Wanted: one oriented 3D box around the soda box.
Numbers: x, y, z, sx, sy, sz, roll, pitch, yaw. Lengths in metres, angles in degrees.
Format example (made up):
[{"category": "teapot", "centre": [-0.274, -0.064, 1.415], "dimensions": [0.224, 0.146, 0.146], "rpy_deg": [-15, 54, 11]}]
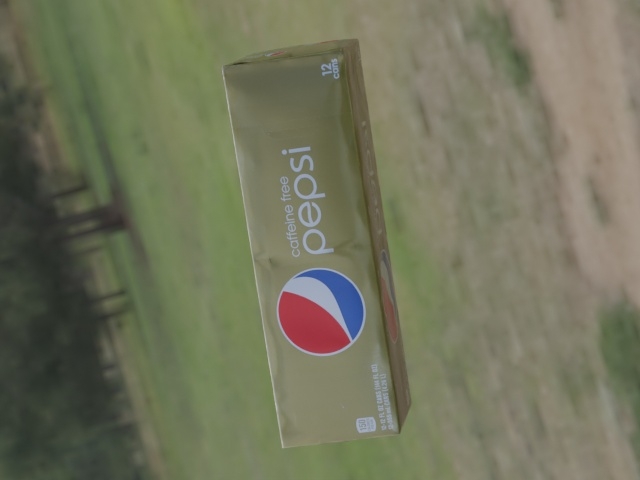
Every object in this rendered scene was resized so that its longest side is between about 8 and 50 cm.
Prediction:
[{"category": "soda box", "centre": [0.000, 0.000, 0.932], "dimensions": [0.061, 0.058, 0.181], "rpy_deg": [-52, -47, -78]}]
